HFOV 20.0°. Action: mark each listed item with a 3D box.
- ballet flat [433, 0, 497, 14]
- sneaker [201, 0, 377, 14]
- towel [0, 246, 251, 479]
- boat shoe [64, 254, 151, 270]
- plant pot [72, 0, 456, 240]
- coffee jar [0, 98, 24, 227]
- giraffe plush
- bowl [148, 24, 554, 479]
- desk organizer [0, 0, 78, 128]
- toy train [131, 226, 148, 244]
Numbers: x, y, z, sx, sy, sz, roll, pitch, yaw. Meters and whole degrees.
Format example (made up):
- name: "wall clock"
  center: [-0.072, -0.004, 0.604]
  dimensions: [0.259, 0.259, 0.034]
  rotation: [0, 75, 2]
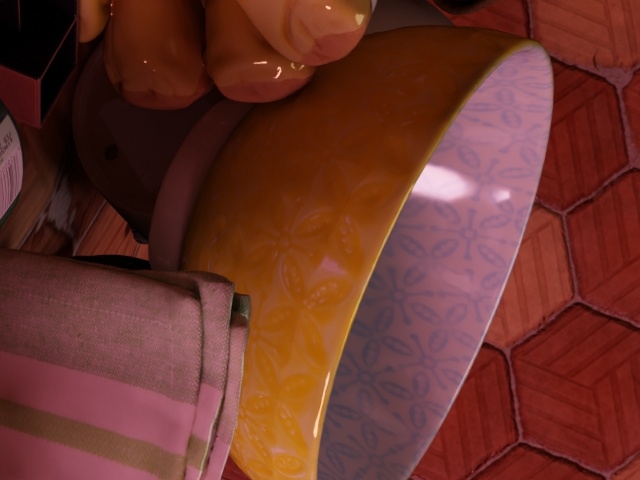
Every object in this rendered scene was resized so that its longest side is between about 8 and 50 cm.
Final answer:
- name: "ballet flat"
  center: [0.114, -0.260, 1.167]
  dimensions: [0.124, 0.116, 0.342]
  rotation: [-53, 167, -25]
- name: "sneaker"
  center: [-0.014, -0.280, 1.104]
  dimensions: [0.182, 0.158, 0.410]
  rotation: [92, 12, -50]
- name: "towel"
  center: [-0.153, 0.163, 0.815]
  dimensions: [0.038, 0.248, 0.325]
  rotation: [20, 81, -47]
- name: "boat shoe"
  center: [-0.138, 0.090, 1.104]
  dimensions: [0.500, 0.187, 0.156]
  rotation: [-107, -142, -86]
- name: "plant pot"
  center: [-0.042, -0.071, 1.215]
  dimensions: [0.274, 0.256, 0.256]
  rotation: [2, 111, -68]
- name: "coffee jar"
  center: [-0.182, 0.015, 0.624]
  dimensions: [0.079, 0.096, 0.184]
  rotation: [100, 13, -47]
- name: "giraffe plush"
  center: [-0.064, -0.188, 0.881]
  dimensions: [0.210, 0.181, 0.170]
  rotation: [51, 43, -46]
- name: "bowl"
  center: [0.000, 0.000, 0.996]
  dimensions: [0.289, 0.156, 0.289]
  rotation: [-55, 159, -34]
- name: "desk organizer"
  center: [-0.141, -0.108, 0.821]
  dimensions: [0.130, 0.050, 0.047]
  rotation: [106, 8, -62]
- name: "toy train"
  center: [-0.120, -0.069, 1.531]
  dimensions: [0.036, 0.027, 0.158]
  rotation: [112, 2, -80]
